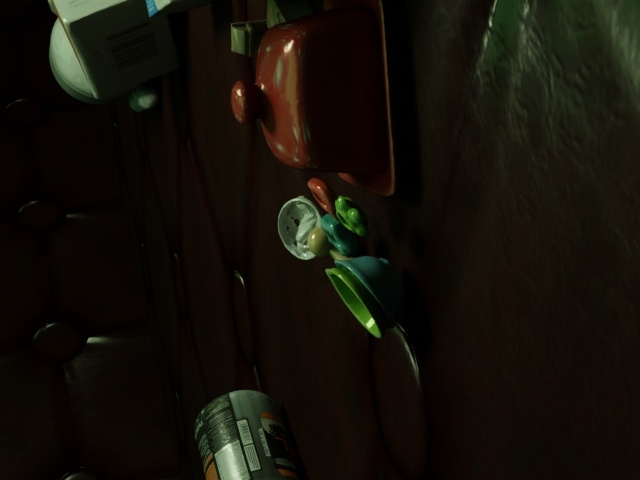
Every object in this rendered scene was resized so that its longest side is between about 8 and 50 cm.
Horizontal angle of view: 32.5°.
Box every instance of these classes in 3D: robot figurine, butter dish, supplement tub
[{"bbox_3d":[-0.435,-0.378,2.182,0.300,0.200,0.353,47,171,-13],"label":"robot figurine"},{"bbox_3d":[-0.011,-0.114,0.860,0.160,0.118,0.160,-147,50,-72],"label":"butter dish"},{"bbox_3d":[-0.084,0.290,1.363,0.190,0.117,0.117,-113,21,-44],"label":"supplement tub"}]

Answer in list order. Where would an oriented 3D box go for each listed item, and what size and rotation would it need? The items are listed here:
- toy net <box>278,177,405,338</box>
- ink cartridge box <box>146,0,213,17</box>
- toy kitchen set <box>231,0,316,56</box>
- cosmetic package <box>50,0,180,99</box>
[{"bbox_3d":[0.000,0.000,0.933,0.122,0.045,0.232,55,170,-22],"label":"toy net"},{"bbox_3d":[-0.194,-0.404,1.420,0.148,0.085,0.203,-170,65,-72],"label":"ink cartridge box"},{"bbox_3d":[-0.044,-0.185,1.046,0.075,0.068,0.083,-116,23,-50],"label":"toy kitchen set"},{"bbox_3d":[-0.403,-0.492,1.840,0.230,0.161,0.453,84,161,-65],"label":"cosmetic package"}]
